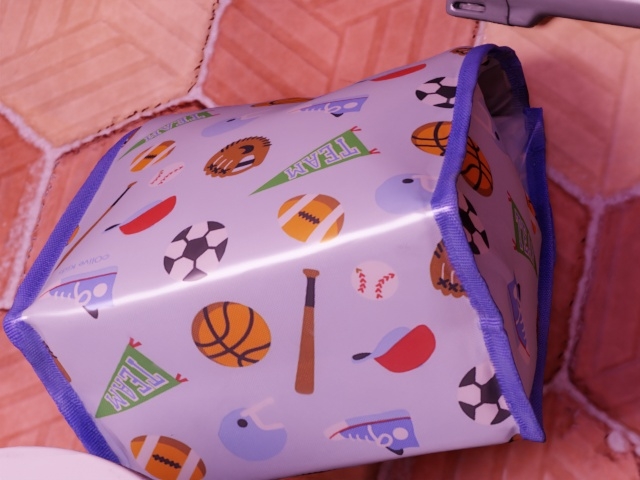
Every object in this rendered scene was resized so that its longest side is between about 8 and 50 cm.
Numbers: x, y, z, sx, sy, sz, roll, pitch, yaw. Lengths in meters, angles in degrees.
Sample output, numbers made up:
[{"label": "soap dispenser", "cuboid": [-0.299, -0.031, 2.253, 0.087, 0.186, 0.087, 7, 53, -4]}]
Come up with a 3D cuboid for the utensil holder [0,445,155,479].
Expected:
[{"label": "utensil holder", "cuboid": [-0.108, 0.323, 1.002, 0.327, 0.385, 0.328, -8, 65, 18]}]

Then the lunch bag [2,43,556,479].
[{"label": "lunch bag", "cuboid": [0.000, 0.000, 1.175, 0.327, 0.239, 0.385, -13, 29, 15]}]

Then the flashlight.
[{"label": "flashlight", "cuboid": [0.251, -0.218, 1.263, 0.304, 0.103, 0.103, 15, 47, 28]}]
